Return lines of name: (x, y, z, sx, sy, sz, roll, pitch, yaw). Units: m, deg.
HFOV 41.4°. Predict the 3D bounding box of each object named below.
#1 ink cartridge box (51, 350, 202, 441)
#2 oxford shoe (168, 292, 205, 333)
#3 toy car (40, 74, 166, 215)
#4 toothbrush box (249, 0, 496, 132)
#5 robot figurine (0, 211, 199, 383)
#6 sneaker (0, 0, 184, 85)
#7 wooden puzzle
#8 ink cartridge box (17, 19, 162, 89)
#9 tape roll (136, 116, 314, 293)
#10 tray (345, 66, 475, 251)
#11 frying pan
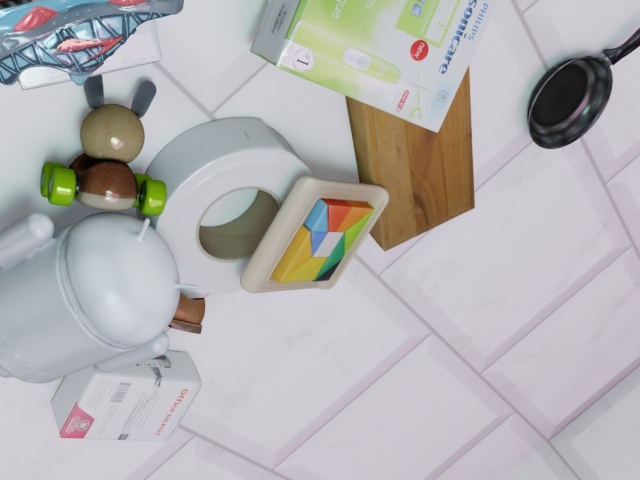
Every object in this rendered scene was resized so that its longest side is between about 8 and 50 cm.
ink cartridge box: (-0.346, 0.275, 1.525, 0.218, 0.092, 0.158, 15, 117, -39)
oxford shoe: (-0.290, 0.103, 1.444, 0.212, 0.076, 0.076, 18, 85, -39)
toy car: (-0.297, -0.140, 1.194, 0.155, 0.149, 0.188, 6, 97, -27)
toothbrush box: (0.074, -0.304, 1.208, 0.283, 0.122, 0.206, 17, 104, -30)
robot figurine: (-0.350, 0.083, 1.227, 0.353, 0.200, 0.300, -23, 129, 22)
sneaker: (-0.290, -0.257, 1.032, 0.262, 0.104, 0.125, -14, 125, -12)
wooden puzzle: (0.000, 0.000, 1.403, 0.238, 0.044, 0.221, 5, 123, -54)
ink cartridge box: (-0.314, -0.323, 1.069, 0.189, 0.066, 0.232, -17, 113, -20)
tape roll: (-0.146, -0.053, 1.365, 0.286, 0.100, 0.286, -17, 134, -19)
tray: (0.162, -0.179, 1.475, 0.203, 0.076, 0.411, -25, 137, -12)
frying pan: (0.497, -0.318, 1.589, 0.197, 0.053, 0.326, 8, 120, -37)
